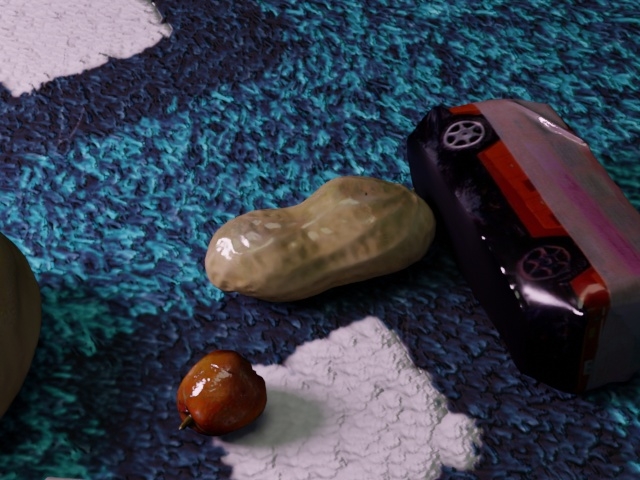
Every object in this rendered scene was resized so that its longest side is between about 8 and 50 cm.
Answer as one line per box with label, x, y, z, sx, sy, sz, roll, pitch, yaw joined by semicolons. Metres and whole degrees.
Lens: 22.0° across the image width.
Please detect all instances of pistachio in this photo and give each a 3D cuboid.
pistachio;-0.341;0.092;1.409;0.181;0.162;0.293;25;45;-12

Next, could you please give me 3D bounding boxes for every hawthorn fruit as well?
hawthorn fruit;-0.084;0.132;1.400;0.077;0.077;0.077;-4;46;4

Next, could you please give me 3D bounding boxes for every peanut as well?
peanut;0.000;0.000;1.492;0.214;0.098;0.090;-17;46;-7

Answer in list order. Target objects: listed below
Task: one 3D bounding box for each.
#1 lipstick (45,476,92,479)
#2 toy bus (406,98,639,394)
lipstick;-0.134;0.229;1.322;0.186;0.057;0.063;4;47;7
toy bus;0.194;-0.006;1.455;0.147;0.127;0.302;-14;45;-13
